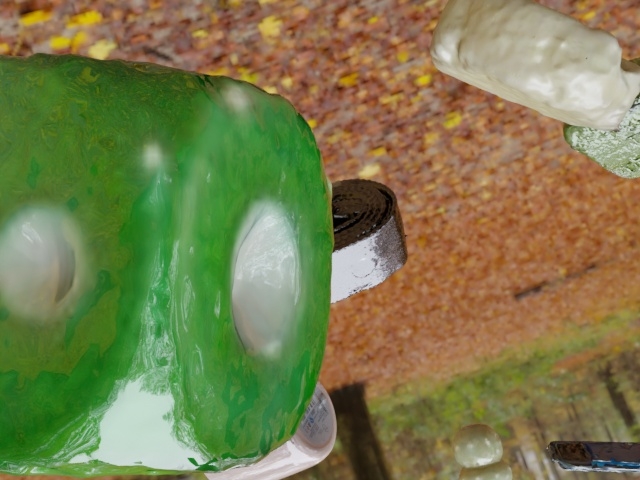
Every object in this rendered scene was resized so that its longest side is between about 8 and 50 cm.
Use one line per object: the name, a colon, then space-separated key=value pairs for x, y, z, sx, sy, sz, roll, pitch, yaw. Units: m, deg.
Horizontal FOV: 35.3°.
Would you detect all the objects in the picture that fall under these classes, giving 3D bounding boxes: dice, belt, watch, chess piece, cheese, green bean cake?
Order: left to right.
dice: x=-0.171 y=0.019 z=0.778 sx=0.300 sy=0.287 sz=0.297 roll=5 pitch=-179 yaw=24
belt: x=0.000 y=0.000 z=1.699 sx=0.289 sy=0.184 sz=0.164 roll=-23 pitch=132 yaw=-4
chess piece: x=0.317 y=0.465 z=1.893 sx=0.133 sy=0.243 sz=0.133 roll=-13 pitch=173 yaw=-2
cheese: x=0.304 y=-0.248 z=1.409 sx=0.326 sy=0.115 sz=0.318 roll=14 pitch=-170 yaw=-40
green bean cake: x=0.528 y=-0.202 z=1.657 sx=0.214 sy=0.113 sz=0.200 roll=26 pitch=149 yaw=-32
watch: x=0.383 y=0.343 z=1.178 sx=0.274 sy=0.068 sz=0.276 roll=-1 pitch=125 yaw=-5

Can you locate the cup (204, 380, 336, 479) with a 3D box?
cup: x=-0.076 y=0.332 z=1.811 sx=0.200 sy=0.192 sz=0.252 roll=-23 pitch=165 yaw=30
